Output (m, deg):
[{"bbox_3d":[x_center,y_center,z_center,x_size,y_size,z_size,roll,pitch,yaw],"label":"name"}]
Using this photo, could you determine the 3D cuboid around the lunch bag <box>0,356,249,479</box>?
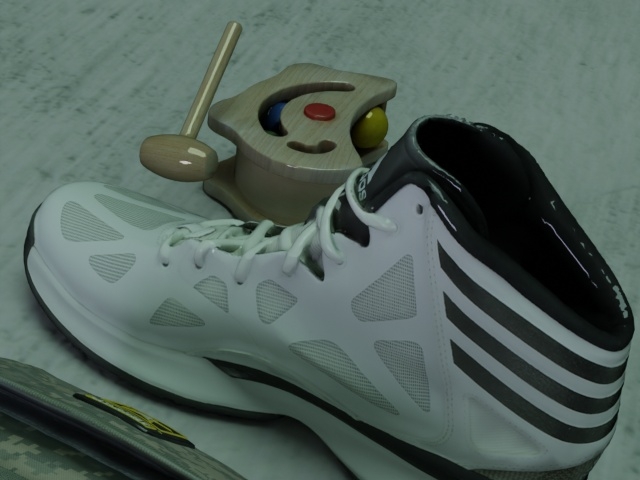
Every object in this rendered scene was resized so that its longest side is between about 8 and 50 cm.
[{"bbox_3d":[-0.142,0.165,0.579,0.235,0.168,0.287,22,27,20],"label":"lunch bag"}]

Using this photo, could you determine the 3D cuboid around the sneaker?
[{"bbox_3d":[0.001,0.000,0.779,0.448,0.257,0.169,25,36,19],"label":"sneaker"}]

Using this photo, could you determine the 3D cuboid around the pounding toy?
[{"bbox_3d":[-0.014,-0.100,1.013,0.154,0.154,0.269,23,35,24],"label":"pounding toy"}]
